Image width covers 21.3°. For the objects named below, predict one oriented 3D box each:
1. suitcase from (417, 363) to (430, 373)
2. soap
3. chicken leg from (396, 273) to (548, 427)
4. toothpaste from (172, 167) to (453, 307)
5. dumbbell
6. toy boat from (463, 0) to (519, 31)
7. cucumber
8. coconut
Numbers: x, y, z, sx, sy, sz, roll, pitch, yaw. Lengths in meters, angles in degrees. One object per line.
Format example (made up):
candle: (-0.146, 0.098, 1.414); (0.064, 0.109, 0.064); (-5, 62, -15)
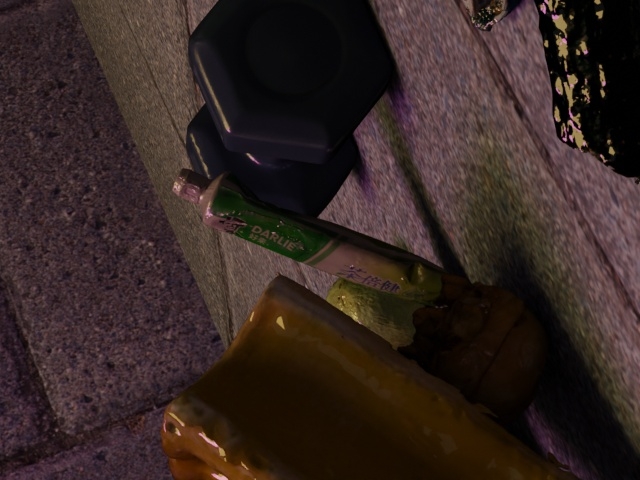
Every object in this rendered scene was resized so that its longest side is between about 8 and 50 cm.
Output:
suitcase: (0.106, 0.233, 1.367); (0.194, 0.143, 0.234); (87, 160, -60)
soap: (0.065, 0.210, 1.191); (0.339, 0.169, 0.304); (35, 165, 13)
chicken leg: (0.111, 0.091, 1.219); (0.101, 0.085, 0.207); (32, 165, 15)
toothpaste: (0.000, 0.000, 1.346); (0.248, 0.046, 0.078); (23, 161, 1)
dumbbell: (-0.035, -0.107, 1.420); (0.144, 0.156, 0.316); (37, 166, 4)
toy boat: (0.093, -0.142, 0.959); (0.083, 0.038, 0.038); (107, 141, -76)
cucumber: (0.126, -0.114, 0.811); (0.053, 0.053, 0.181); (-135, 27, -67)
coconut: (0.052, 0.063, 1.482); (0.088, 0.096, 0.087); (-25, 59, 52)
